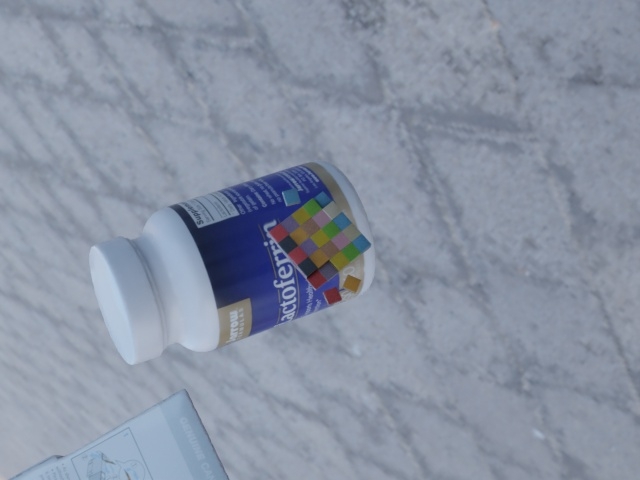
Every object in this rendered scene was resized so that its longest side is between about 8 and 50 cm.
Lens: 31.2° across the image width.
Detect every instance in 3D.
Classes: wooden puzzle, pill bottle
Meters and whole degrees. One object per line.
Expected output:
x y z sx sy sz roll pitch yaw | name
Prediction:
0.000 0.000 0.753 0.083 0.049 0.006 49 160 9 | wooden puzzle
-0.090 0.024 1.169 0.153 0.264 0.153 51 152 41 | pill bottle

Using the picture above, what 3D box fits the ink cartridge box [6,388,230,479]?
-0.146 0.288 0.877 0.275 0.239 0.060 62 180 17 | ink cartridge box
